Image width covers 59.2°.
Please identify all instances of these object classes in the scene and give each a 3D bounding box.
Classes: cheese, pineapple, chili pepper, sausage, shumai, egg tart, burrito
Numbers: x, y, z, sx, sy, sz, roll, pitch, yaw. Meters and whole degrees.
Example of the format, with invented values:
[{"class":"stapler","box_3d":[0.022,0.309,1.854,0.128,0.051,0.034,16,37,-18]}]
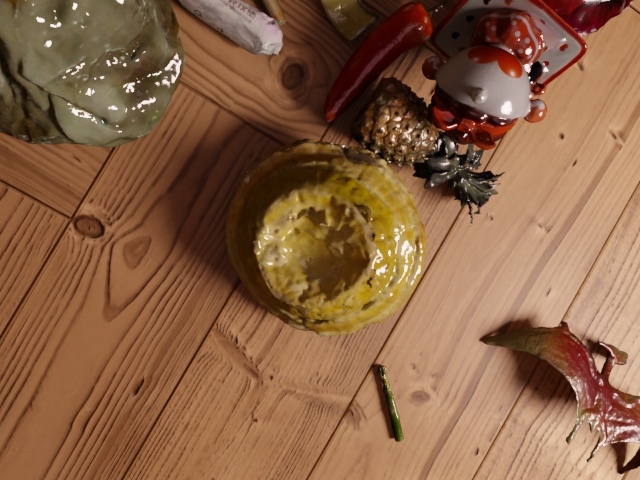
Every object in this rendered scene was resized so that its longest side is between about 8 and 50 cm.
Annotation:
[{"class":"cheese","box_3d":[0.038,-0.343,0.829,0.060,0.041,0.084,-41,114,2]},{"class":"pineapple","box_3d":[0.166,-0.133,0.832,0.251,0.125,0.125,35,87,-15]},{"class":"chili pepper","box_3d":[0.093,-0.279,0.827,0.272,0.071,0.063,-44,118,-3]},{"class":"sausage","box_3d":[-0.088,-0.373,0.814,0.024,0.024,0.132,-29,98,-7]},{"class":"shumai","box_3d":[-0.327,-0.258,0.661,0.309,0.263,0.304,-41,97,-5]},{"class":"egg tart","box_3d":[0.000,0.000,0.773,0.290,0.115,0.290,1,97,8]},{"class":"burrito","box_3d":[-0.141,-0.326,0.790,0.203,0.064,0.064,31,88,-13]}]

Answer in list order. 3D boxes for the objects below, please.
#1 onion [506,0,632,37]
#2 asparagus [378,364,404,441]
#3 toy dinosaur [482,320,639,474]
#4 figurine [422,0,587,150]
[{"class":"onion","box_3d":[0.338,-0.410,0.786,0.252,0.219,0.252,0,100,1]},{"class":"asparagus","box_3d":[0.111,0.258,0.890,0.015,0.018,0.127,-18,97,-34]},{"class":"toy dinosaur","box_3d":[0.418,0.252,0.914,0.327,0.113,0.206,18,64,-21]},{"class":"figurine","box_3d":[0.226,-0.208,0.762,0.183,0.160,0.226,35,56,-10]}]
